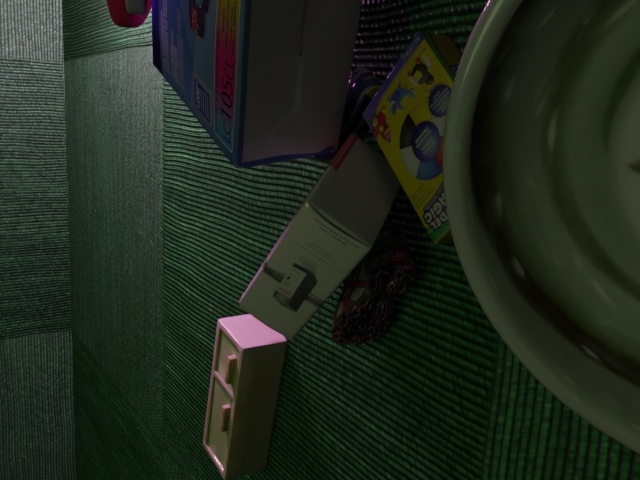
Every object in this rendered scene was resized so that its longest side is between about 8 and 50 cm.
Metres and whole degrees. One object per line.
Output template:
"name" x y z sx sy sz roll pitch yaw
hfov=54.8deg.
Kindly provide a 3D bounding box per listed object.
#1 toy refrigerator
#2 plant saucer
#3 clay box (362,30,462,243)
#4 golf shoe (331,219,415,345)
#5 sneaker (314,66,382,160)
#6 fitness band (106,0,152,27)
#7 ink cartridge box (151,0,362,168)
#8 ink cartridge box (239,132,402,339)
"toy refrigerator" -0.139 0.272 1.078 0.102 0.094 0.270 37 123 48
"plant saucer" 0.273 -0.039 0.358 0.400 0.100 0.401 16 119 31
"clay box" 0.136 -0.098 0.659 0.127 0.053 0.222 -53 51 43
"golf shoe" 0.064 0.060 0.788 0.086 0.067 0.186 -97 27 -49
"sneaker" 0.034 -0.162 0.806 0.144 0.053 0.059 -47 56 37
"fitness band" -0.258 -0.433 0.843 0.291 0.054 0.209 106 164 -50
"ink cartridge box" -0.114 -0.308 0.803 0.395 0.151 0.270 51 142 44
"ink cartridge box" 0.000 0.000 0.771 0.092 0.159 0.218 35 135 -4
